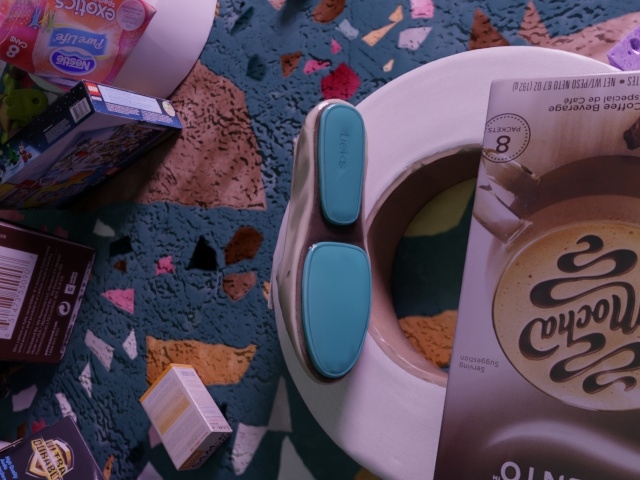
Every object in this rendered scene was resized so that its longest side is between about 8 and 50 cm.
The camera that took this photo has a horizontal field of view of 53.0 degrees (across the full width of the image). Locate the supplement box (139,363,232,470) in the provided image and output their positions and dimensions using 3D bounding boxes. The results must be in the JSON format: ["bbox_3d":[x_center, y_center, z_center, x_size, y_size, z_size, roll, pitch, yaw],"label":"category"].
[{"bbox_3d":[-0.149,0.192,0.705,0.062,0.036,0.098,-48,58,12],"label":"supplement box"}]

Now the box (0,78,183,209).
[{"bbox_3d":[-0.312,-0.110,0.813,0.233,0.159,0.044,-29,81,22],"label":"box"}]

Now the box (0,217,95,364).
[{"bbox_3d":[-0.445,0.052,0.849,0.203,0.167,0.168,14,85,34],"label":"box"}]

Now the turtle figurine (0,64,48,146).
[{"bbox_3d":[-0.462,-0.176,0.969,0.217,0.087,0.269,31,107,49],"label":"turtle figurine"}]

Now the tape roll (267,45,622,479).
[{"bbox_3d":[0.133,0.025,0.556,0.392,0.072,0.391,-9,73,30],"label":"tape roll"}]

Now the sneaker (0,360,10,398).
[{"bbox_3d":[-0.442,0.181,0.817,0.272,0.108,0.100,19,97,51],"label":"sneaker"}]

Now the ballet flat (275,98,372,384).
[{"bbox_3d":[0.000,0.000,0.565,0.086,0.086,0.248,-3,74,31],"label":"ballet flat"}]

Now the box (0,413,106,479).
[{"bbox_3d":[-0.310,0.354,0.595,0.295,0.293,0.073,46,144,29],"label":"box"}]

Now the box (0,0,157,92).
[{"bbox_3d":[-0.363,-0.310,0.786,0.300,0.154,0.142,39,98,32],"label":"box"}]

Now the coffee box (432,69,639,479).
[{"bbox_3d":[0.182,0.054,0.402,0.168,0.119,0.296,4,79,32],"label":"coffee box"}]

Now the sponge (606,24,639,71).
[{"bbox_3d":[0.351,-0.182,0.500,0.210,0.031,0.117,-42,59,16],"label":"sponge"}]

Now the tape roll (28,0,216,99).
[{"bbox_3d":[-0.283,-0.318,0.890,0.286,0.100,0.285,-9,73,30],"label":"tape roll"}]

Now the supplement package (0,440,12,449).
[{"bbox_3d":[-0.471,0.394,0.765,0.176,0.178,0.292,-2,77,31],"label":"supplement package"}]
